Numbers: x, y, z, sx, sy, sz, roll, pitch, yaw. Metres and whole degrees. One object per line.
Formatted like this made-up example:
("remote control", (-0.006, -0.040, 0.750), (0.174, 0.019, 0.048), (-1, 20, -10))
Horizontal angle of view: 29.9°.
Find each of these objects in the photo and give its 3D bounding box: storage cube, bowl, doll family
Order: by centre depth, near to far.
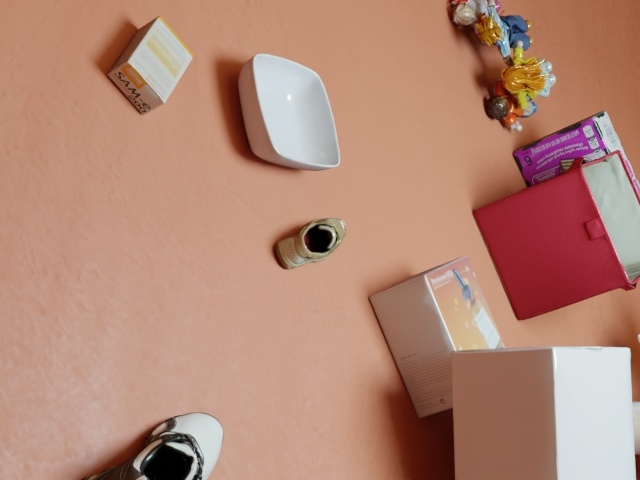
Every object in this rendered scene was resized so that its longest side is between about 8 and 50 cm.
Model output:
("bowl", (-0.046, -0.151, 1.471), (0.142, 0.053, 0.142), (9, 64, -51))
("storage cube", (0.384, -0.006, 1.841), (0.184, 0.193, 0.215), (-22, 89, -56))
("doll family", (0.315, -0.317, 1.995), (0.163, 0.118, 0.263), (-14, 83, -55))

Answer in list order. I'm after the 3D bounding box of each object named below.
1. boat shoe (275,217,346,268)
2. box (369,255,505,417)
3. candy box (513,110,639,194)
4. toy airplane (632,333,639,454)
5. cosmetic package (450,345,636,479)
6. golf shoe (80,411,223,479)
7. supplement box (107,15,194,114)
("boat shoe", (0.000, 0.000, 1.450), (0.135, 0.045, 0.050), (-32, 97, -55))
("box", (0.160, 0.123, 1.553), (0.130, 0.091, 0.170), (-21, 88, -55))
("candy box", (0.443, -0.076, 1.992), (0.071, 0.159, 0.233), (-29, 94, -54))
("toy airplane", (0.606, 0.303, 1.943), (0.386, 0.272, 0.384), (-83, 174, -49))
("cosmetic package", (0.274, 0.310, 1.432), (0.197, 0.155, 0.365), (9, 76, -47))
("golf shoe", (-0.132, 0.211, 1.109), (0.077, 0.094, 0.198), (62, 33, -4))
("supplement box", (-0.186, -0.194, 1.322), (0.062, 0.036, 0.098), (50, 38, -23))
